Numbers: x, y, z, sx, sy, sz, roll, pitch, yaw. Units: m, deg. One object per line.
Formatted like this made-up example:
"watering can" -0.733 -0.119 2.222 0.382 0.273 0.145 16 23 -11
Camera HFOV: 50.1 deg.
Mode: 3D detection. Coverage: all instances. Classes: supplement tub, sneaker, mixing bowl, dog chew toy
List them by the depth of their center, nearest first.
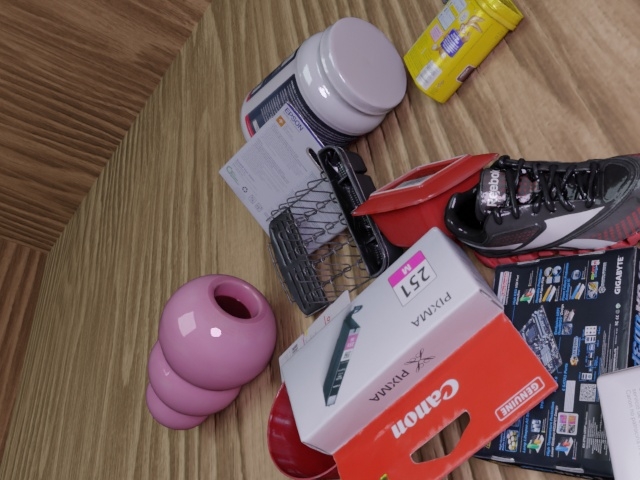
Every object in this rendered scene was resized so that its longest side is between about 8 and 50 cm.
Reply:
"sneaker" 0.244 -0.039 0.732 0.276 0.135 0.097 -18 53 51
"mixing bowl" 0.027 0.239 0.904 0.181 0.098 0.181 -32 40 31
"supplement tub" 0.000 -0.248 1.216 0.272 0.191 0.191 -28 47 48
"dog chew toy" -0.216 0.218 1.237 0.331 0.207 0.206 -57 30 31

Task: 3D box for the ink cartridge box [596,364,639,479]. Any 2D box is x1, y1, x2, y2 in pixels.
"ink cartridge box" 0.341 0.161 0.411 0.283 0.117 0.207 -25 48 36

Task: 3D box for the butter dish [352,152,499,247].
"butter dish" 0.152 -0.035 0.908 0.160 0.118 0.160 -30 13 -32

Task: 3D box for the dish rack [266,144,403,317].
"dish rack" 0.000 0.000 1.080 0.272 0.074 0.208 -36 70 42

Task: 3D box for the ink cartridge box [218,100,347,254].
"ink cartridge box" -0.041 -0.096 1.172 0.224 0.223 0.045 -36 2 41

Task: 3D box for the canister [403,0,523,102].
"canister" 0.210 -0.308 1.041 0.170 0.073 0.126 -48 35 31

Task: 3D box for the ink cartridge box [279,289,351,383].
"ink cartridge box" 0.017 0.171 1.020 0.181 0.062 0.104 -48 35 29

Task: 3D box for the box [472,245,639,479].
"box" 0.245 0.123 0.697 0.175 0.051 0.220 -15 57 54

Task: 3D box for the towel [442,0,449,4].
"towel" 0.328 -0.551 1.063 0.312 0.056 0.324 -13 61 58

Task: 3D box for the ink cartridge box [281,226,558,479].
"ink cartridge box" 0.088 0.151 0.768 0.275 0.060 0.238 -44 33 14
